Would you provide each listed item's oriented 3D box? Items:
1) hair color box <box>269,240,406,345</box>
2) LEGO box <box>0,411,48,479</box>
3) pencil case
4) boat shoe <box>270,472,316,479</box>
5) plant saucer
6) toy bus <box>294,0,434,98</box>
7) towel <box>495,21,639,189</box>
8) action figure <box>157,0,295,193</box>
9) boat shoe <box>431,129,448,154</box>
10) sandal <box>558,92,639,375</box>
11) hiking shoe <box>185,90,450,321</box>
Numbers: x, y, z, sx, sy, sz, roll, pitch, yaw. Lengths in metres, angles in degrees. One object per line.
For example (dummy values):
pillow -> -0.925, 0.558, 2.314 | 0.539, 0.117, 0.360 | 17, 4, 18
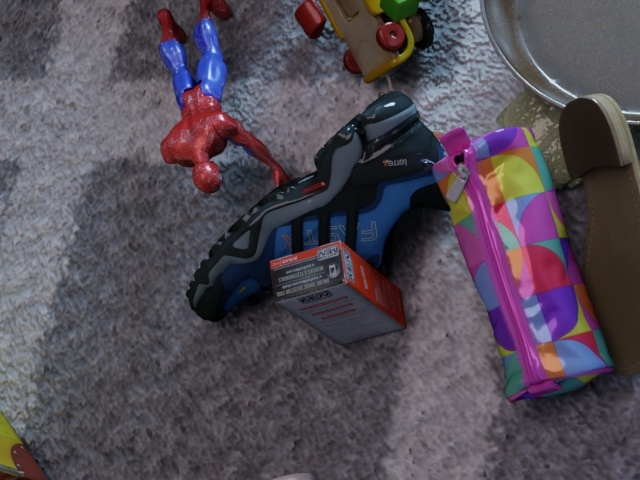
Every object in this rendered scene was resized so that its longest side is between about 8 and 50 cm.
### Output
hair color box -> 0.018, 0.050, 1.198 | 0.072, 0.141, 0.043 | -16, 65, 19
LEGO box -> -0.550, 0.111, 1.315 | 0.193, 0.372, 0.500 | -47, 58, 3
pencil case -> 0.167, 0.018, 1.131 | 0.104, 0.104, 0.236 | -23, 81, 17
boat shoe -> -0.060, 0.248, 1.219 | 0.125, 0.046, 0.038 | -17, 60, 10
plant saucer -> 0.300, -0.231, 1.201 | 0.311, 0.050, 0.310 | -6, 66, 13
toy bus -> 0.061, -0.244, 1.307 | 0.104, 0.202, 0.191 | -29, 48, -21
towel -> 0.243, -0.124, 1.223 | 0.148, 0.027, 0.110 | -41, 60, 7
action figure -> -0.103, -0.127, 1.366 | 0.091, 0.139, 0.280 | -27, 39, 18
boat shoe -> 0.066, -0.085, 1.285 | 0.137, 0.049, 0.043 | -2, 27, 27
sandal -> 0.271, -0.010, 1.134 | 0.088, 0.079, 0.240 | -7, 96, 54
hiking shoe -> 0.000, 0.000, 1.243 | 0.304, 0.113, 0.132 | -40, 93, 25
